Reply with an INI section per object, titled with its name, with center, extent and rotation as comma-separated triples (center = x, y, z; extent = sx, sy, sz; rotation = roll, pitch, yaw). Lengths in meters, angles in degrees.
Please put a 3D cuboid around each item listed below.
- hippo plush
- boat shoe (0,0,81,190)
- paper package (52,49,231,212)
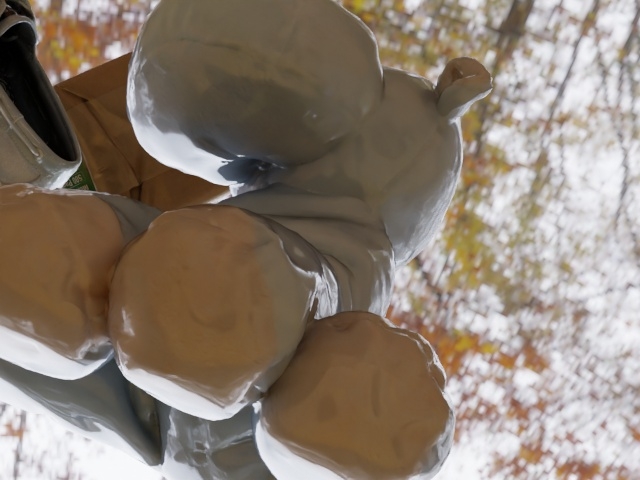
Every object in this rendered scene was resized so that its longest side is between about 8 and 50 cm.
[hippo plush]
center = 0.000, 0.000, 0.710
extent = 0.294, 0.234, 0.236
rotation = 37, -116, -25
[boat shoe]
center = -0.223, -0.130, 1.086
extent = 0.079, 0.081, 0.227
rotation = -5, -113, -59
[paper package]
center = -0.200, -0.087, 1.649
extent = 0.309, 0.325, 0.168
rotation = -31, -84, -38
